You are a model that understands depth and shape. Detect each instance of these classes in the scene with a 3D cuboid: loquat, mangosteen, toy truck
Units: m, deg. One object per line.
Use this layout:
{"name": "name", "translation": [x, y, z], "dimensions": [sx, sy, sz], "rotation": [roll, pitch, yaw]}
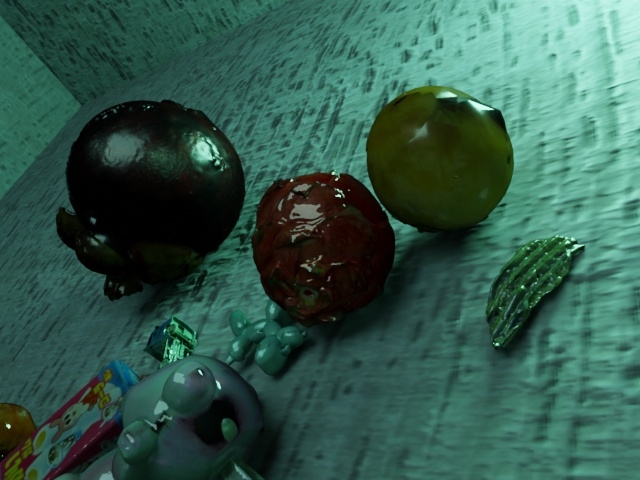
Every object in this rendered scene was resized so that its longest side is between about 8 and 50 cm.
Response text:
{"name": "loquat", "translation": [0.185, -0.124, 1.004], "dimensions": [0.235, 0.235, 0.235], "rotation": [-25, 34, 18]}
{"name": "mangosteen", "translation": [-0.364, -0.097, 1.395], "dimensions": [0.421, 0.381, 0.381], "rotation": [-58, 26, 21]}
{"name": "toy truck", "translation": [-0.278, 0.226, 1.162], "dimensions": [0.081, 0.067, 0.175], "rotation": [-30, 36, 21]}

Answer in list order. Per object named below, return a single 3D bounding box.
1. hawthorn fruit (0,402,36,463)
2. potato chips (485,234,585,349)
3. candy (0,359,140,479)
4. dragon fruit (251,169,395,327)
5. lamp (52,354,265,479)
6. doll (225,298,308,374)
{"name": "hawthorn fruit", "translation": [-0.611, 0.373, 1.233], "dimensions": [0.133, 0.132, 0.138], "rotation": [-37, 29, -1]}
{"name": "potato chips", "translation": [0.272, 0.064, 0.870], "dimensions": [0.207, 0.028, 0.092], "rotation": [-47, 32, -19]}
{"name": "candy", "translation": [-0.415, 0.362, 1.084], "dimensions": [0.306, 0.100, 0.157], "rotation": [-42, 34, -9]}
{"name": "dragon fruit", "translation": [0.002, 0.009, 1.020], "dimensions": [0.241, 0.241, 0.252], "rotation": [-36, 17, 1]}
{"name": "lamp", "translation": [-0.197, 0.309, 0.870], "dimensions": [0.247, 0.247, 0.301], "rotation": [35, 80, 25]}
{"name": "doll", "translation": [-0.087, 0.157, 1.066], "dimensions": [0.160, 0.059, 0.158], "rotation": [-22, 33, 20]}
